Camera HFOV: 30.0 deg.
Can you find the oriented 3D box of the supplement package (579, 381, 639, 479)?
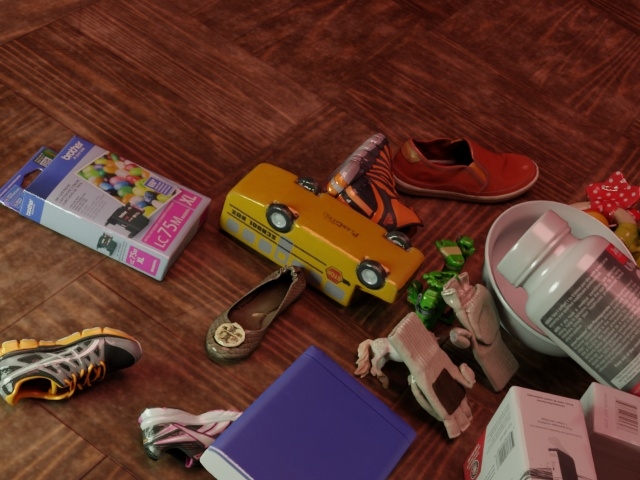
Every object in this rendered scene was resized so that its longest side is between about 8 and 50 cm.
[{"bbox_3d":[0.416,0.318,1.788,0.105,0.179,0.105,19,39,-5],"label":"supplement package"}]

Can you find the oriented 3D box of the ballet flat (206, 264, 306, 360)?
[{"bbox_3d":[-0.096,0.107,1.888,0.084,0.058,0.250,33,40,15],"label":"ballet flat"}]

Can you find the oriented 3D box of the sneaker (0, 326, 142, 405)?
[{"bbox_3d":[-0.353,0.182,1.673,0.215,0.084,0.083,-9,50,-19],"label":"sneaker"}]

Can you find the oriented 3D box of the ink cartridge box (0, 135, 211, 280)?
[{"bbox_3d":[-0.357,-0.067,1.968,0.311,0.065,0.185,23,39,4],"label":"ink cartridge box"}]

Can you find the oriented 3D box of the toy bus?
[{"bbox_3d":[0.000,0.000,1.994,0.333,0.130,0.108,32,45,12],"label":"toy bus"}]

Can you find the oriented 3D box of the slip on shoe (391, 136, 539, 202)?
[{"bbox_3d":[0.290,-0.145,2.322,0.331,0.101,0.123,2,42,-25],"label":"slip on shoe"}]

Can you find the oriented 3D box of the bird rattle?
[{"bbox_3d":[0.545,-0.035,2.303,0.207,0.143,0.253,-7,42,-9],"label":"bird rattle"}]

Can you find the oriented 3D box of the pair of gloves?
[{"bbox_3d":[0.223,0.175,1.889,0.240,0.042,0.204,-34,102,-42],"label":"pair of gloves"}]

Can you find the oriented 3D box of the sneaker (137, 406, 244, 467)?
[{"bbox_3d":[-0.168,0.281,1.666,0.178,0.072,0.077,5,65,-22],"label":"sneaker"}]

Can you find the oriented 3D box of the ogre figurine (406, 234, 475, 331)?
[{"bbox_3d":[0.200,0.083,2.007,0.097,0.118,0.197,13,38,-4],"label":"ogre figurine"}]

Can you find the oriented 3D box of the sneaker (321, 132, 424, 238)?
[{"bbox_3d":[0.102,-0.075,2.158,0.180,0.124,0.321,46,27,-4],"label":"sneaker"}]

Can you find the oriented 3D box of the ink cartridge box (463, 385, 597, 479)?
[{"bbox_3d":[0.293,0.373,1.655,0.114,0.197,0.272,14,40,-10],"label":"ink cartridge box"}]

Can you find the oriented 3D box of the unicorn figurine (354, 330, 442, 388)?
[{"bbox_3d":[0.136,0.184,1.907,0.162,0.060,0.111,14,44,-14],"label":"unicorn figurine"}]

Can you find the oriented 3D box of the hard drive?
[{"bbox_3d":[-0.006,0.288,1.673,0.210,0.040,0.319,40,32,6],"label":"hard drive"}]

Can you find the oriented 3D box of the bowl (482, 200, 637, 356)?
[{"bbox_3d":[0.395,0.088,2.056,0.298,0.134,0.297,10,54,-13],"label":"bowl"}]

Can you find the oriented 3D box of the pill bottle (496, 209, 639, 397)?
[{"bbox_3d":[0.434,0.104,1.863,0.318,0.176,0.176,43,43,10],"label":"pill bottle"}]
